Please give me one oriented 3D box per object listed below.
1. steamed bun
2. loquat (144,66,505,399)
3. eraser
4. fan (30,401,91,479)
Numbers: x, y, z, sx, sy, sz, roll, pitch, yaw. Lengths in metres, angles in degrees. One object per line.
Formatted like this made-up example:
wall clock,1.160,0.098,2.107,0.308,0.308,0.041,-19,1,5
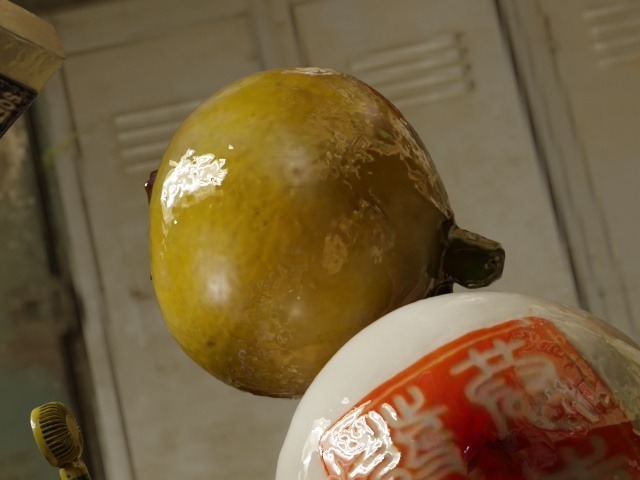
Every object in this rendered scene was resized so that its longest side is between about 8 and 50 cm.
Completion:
steamed bun,0.148,0.209,1.500,0.241,0.375,0.374,96,163,-69
loquat,0.000,0.000,1.760,0.328,0.360,0.328,9,-90,-76
eraser,-0.422,-0.151,2.056,0.124,0.279,0.081,26,-153,-39
fan,-0.316,0.277,2.294,0.082,0.039,0.155,-9,-104,-82
